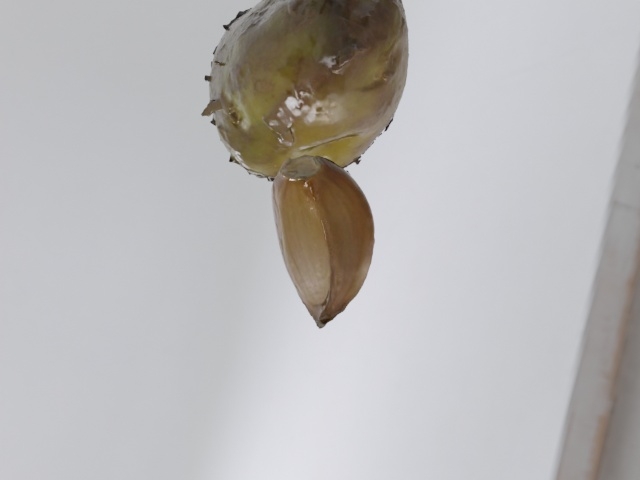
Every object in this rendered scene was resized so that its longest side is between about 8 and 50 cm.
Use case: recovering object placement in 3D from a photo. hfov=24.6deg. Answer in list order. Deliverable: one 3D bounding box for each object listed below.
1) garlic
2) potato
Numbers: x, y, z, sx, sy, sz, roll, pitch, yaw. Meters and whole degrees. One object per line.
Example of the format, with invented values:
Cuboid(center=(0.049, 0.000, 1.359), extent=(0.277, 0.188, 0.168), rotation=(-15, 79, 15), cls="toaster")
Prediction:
Cuboid(center=(0.009, -0.002, 1.792), extent=(0.128, 0.115, 0.206), rotation=(168, 92, -69), cls="garlic")
Cuboid(center=(-0.001, -0.246, 1.984), extent=(0.237, 0.301, 0.288), rotation=(137, 133, -72), cls="potato")
